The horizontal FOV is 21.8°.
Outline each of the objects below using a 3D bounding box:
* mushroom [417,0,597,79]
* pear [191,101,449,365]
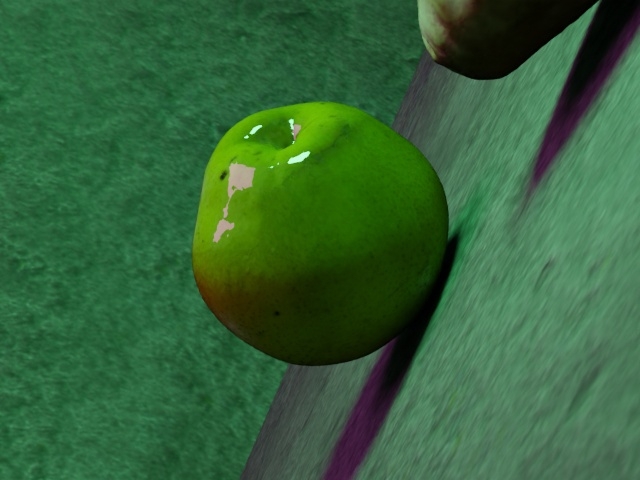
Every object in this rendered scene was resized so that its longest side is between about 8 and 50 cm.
[{"bbox_3d":[0.237,-0.324,1.449,0.313,0.224,0.397,20,99,58],"label":"mushroom"},{"bbox_3d":[0.000,0.000,1.812,0.294,0.294,0.294,-155,90,-87],"label":"pear"}]
